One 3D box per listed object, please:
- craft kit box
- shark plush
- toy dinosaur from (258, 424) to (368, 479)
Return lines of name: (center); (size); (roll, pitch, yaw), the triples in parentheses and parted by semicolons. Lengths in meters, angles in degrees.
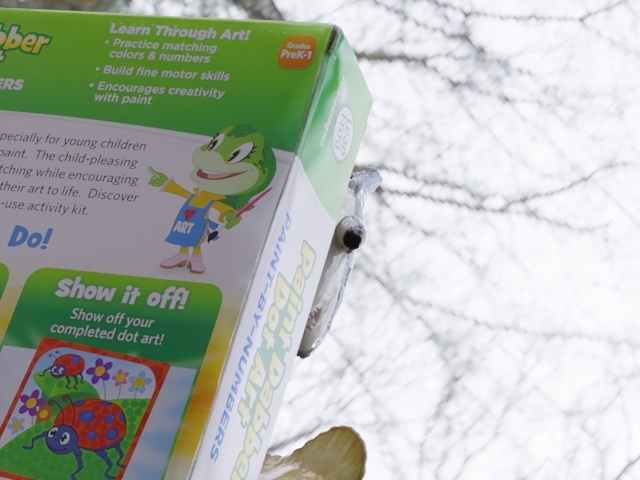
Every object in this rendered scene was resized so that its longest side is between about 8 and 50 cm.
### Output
craft kit box: (-0.132, 0.031, 0.612); (0.249, 0.247, 0.061); (6, -25, 22)
shark plush: (0.000, 0.000, 1.031); (0.073, 0.161, 0.067); (-10, -64, 10)
toy dinosaur: (-0.016, 0.111, 0.702); (0.053, 0.093, 0.183); (33, -9, -32)
